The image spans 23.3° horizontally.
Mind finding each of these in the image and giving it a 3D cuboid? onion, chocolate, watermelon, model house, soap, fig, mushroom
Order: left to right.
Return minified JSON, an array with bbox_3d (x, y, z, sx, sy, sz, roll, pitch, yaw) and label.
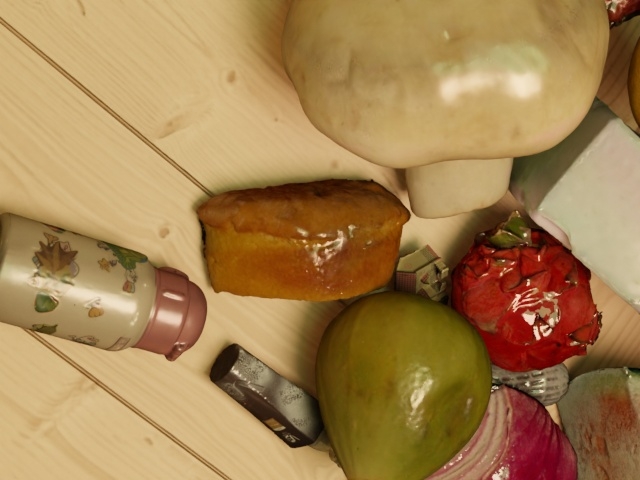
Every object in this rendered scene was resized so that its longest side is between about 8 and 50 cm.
[{"bbox_3d":[0.099,0.175,1.783,0.207,0.207,0.230,-7,73,-19],"label":"fig"},{"bbox_3d":[0.119,0.055,1.869,0.058,0.057,0.083,-29,151,-18],"label":"model house"},{"bbox_3d":[0.145,-0.192,1.694,0.353,0.325,0.353,0,90,-26],"label":"mushroom"},{"bbox_3d":[0.206,0.322,1.882,0.250,0.111,0.247,-36,117,3],"label":"onion"},{"bbox_3d":[0.233,0.178,1.924,0.167,0.072,0.072,-5,100,-22],"label":"chocolate"},{"bbox_3d":[0.432,0.023,1.859,0.446,0.261,0.156,39,100,-22],"label":"soap"},{"bbox_3d":[0.447,0.324,1.897,0.387,0.228,0.258,35,71,1],"label":"watermelon"}]

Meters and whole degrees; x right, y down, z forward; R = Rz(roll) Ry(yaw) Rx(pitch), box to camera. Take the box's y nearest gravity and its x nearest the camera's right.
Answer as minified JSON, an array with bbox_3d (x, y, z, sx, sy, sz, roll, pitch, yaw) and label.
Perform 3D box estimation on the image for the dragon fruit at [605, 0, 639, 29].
[{"bbox_3d":[0.377,-0.375,1.808,0.244,0.244,0.299,25,102,-22],"label":"dragon fruit"}]

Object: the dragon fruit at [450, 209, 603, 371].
[{"bbox_3d":[0.244,0.071,1.860,0.172,0.172,0.209,-45,110,-9],"label":"dragon fruit"}]

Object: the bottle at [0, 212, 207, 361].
[{"bbox_3d":[-0.248,0.058,1.707,0.253,0.120,0.120,17,92,-23],"label":"bottle"}]

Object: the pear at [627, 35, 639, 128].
[{"bbox_3d":[0.449,-0.178,1.740,0.209,0.209,0.209,-3,99,-20],"label":"pear"}]

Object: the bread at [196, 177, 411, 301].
[{"bbox_3d":[-0.002,0.002,1.778,0.260,0.134,0.129,-5,101,-19],"label":"bread"}]

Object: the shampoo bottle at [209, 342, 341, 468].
[{"bbox_3d":[-0.038,0.199,1.837,0.208,0.057,0.063,40,66,-24],"label":"shampoo bottle"}]
